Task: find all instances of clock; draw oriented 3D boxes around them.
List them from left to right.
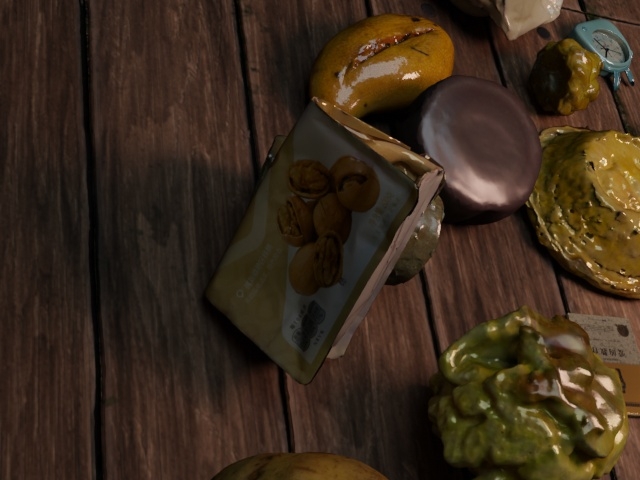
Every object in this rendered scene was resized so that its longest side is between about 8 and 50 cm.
[{"bbox_3d":[0.545,-0.354,2.157,0.108,0.045,0.147,-18,68,-34],"label":"clock"}]

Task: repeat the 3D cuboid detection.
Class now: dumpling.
[{"bbox_3d":[0.316,-0.517,2.063,0.243,0.187,0.318,-18,64,-31],"label":"dumpling"}]

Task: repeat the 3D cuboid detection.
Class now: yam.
[{"bbox_3d":[0.023,-0.041,1.605,0.268,0.161,0.161,18,52,-15],"label":"yam"}]

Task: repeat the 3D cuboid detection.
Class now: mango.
[{"bbox_3d":[0.100,-0.281,1.834,0.295,0.120,0.177,-26,71,-37],"label":"mango"}]

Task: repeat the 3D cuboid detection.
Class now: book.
[{"bbox_3d":[0.449,0.192,1.749,0.118,0.012,0.172,6,56,-22],"label":"book"}]

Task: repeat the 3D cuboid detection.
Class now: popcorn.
[{"bbox_3d":[0.261,0.233,1.481,0.293,0.237,0.293,16,51,-21],"label":"popcorn"}]

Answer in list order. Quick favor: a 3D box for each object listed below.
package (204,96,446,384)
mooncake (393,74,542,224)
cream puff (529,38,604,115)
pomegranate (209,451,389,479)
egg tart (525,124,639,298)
[{"bbox_3d":[0.022,0.003,1.478,0.221,0.311,0.165,40,21,29],"label":"package"},{"bbox_3d":[0.227,-0.137,1.762,0.245,0.133,0.245,7,73,-23],"label":"mooncake"},{"bbox_3d":[0.445,-0.287,2.002,0.116,0.146,0.146,-3,59,-30],"label":"cream puff"},{"bbox_3d":[-0.020,0.359,1.239,0.281,0.281,0.281,13,53,-18],"label":"pomegranate"},{"bbox_3d":[0.491,-0.074,1.882,0.345,0.132,0.345,12,53,-16],"label":"egg tart"}]
